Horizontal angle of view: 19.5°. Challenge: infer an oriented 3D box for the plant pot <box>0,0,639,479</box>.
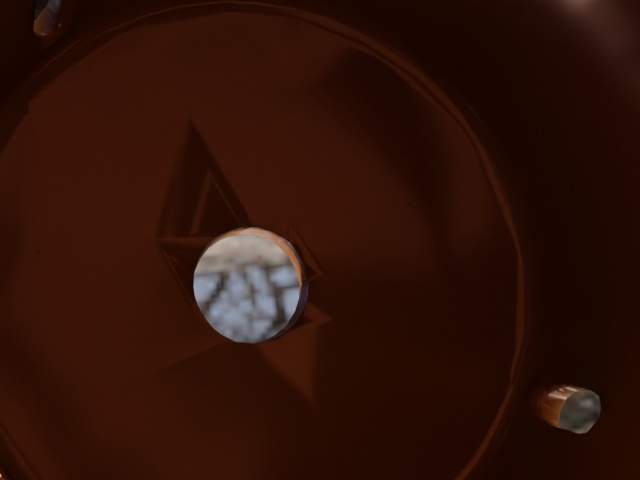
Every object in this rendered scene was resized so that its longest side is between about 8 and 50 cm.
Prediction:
[{"bbox_3d":[0.000,0.000,0.489,0.203,0.291,0.291,149,116,-75],"label":"plant pot"}]
